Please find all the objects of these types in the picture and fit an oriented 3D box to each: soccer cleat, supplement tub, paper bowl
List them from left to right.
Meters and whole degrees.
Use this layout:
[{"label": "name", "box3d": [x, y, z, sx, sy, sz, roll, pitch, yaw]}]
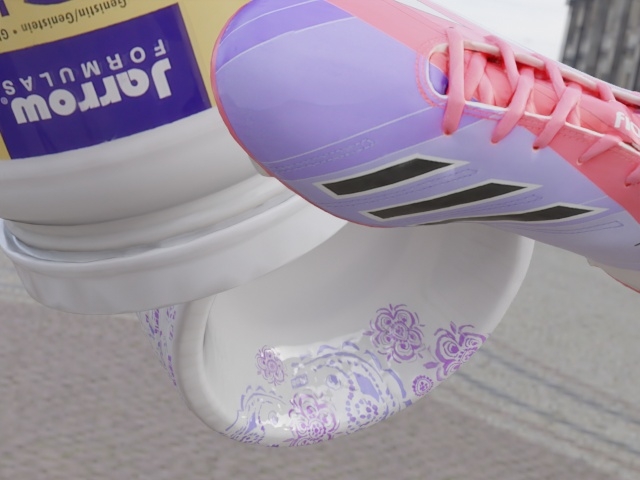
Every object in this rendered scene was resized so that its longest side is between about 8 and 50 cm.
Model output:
[{"label": "supplement tub", "box3d": [-0.111, -0.155, 0.647, 0.241, 0.331, 0.241, -14, 25, 7]}, {"label": "paper bowl", "box3d": [0.000, 0.000, 0.937, 0.284, 0.284, 0.148, 6, 35, -38]}, {"label": "soccer cleat", "box3d": [0.082, -0.032, 0.438, 0.248, 0.083, 0.095, 19, -17, -32]}]
